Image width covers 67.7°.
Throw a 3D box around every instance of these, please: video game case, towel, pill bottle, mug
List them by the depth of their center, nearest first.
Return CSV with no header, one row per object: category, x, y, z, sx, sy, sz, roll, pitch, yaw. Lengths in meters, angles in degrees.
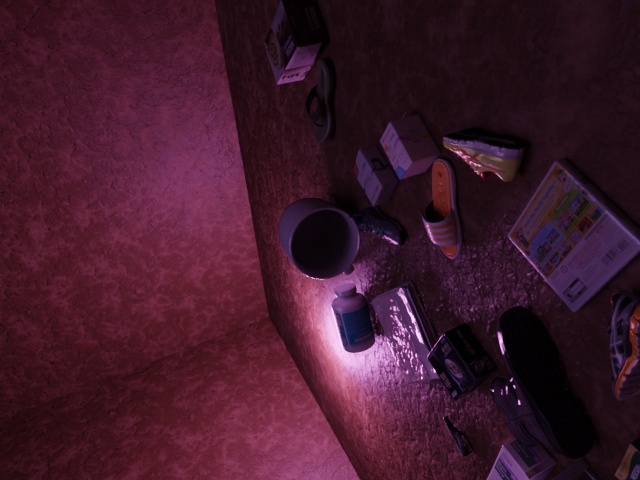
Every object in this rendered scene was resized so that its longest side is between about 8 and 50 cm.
video game case,0.464,-0.004,0.891,0.206,0.026,0.227,60,159,31
towel,0.298,0.325,1.634,0.317,0.053,0.332,126,124,-68
mug,0.000,0.000,1.891,0.374,0.276,0.328,46,178,-24
pill bottle,0.129,0.312,1.950,0.146,0.146,0.264,20,126,67

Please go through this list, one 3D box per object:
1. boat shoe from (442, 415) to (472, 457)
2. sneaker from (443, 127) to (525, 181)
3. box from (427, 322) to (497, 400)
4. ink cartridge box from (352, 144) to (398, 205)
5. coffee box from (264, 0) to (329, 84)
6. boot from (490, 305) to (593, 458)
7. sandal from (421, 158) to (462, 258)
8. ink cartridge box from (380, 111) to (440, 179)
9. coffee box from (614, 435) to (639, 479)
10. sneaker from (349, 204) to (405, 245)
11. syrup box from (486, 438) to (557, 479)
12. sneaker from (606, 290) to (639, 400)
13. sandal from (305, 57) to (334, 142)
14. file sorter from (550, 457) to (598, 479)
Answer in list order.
boat shoe,0.441,0.629,1.543,0.133,0.042,0.049,62,-176,28
sneaker,0.333,-0.178,1.007,0.208,0.081,0.094,41,148,55
box,0.392,0.345,1.345,0.147,0.077,0.180,60,158,29
ink cartridge box,0.168,-0.199,1.477,0.151,0.063,0.109,62,159,23
coffee box,-0.091,-0.686,1.650,0.297,0.118,0.168,165,87,-72
boot,0.457,0.328,1.107,0.223,0.118,0.338,124,129,-73
sandal,0.295,-0.074,1.217,0.102,0.076,0.265,32,137,62
ink cartridge box,0.224,-0.248,1.230,0.143,0.089,0.092,65,161,16
coffee box,0.627,0.455,0.845,0.184,0.040,0.113,49,151,48
sneaker,0.181,-0.036,1.542,0.224,0.098,0.083,47,150,51
syrup box,0.511,0.604,1.234,0.093,0.096,0.237,53,155,43
sneaker,0.531,0.181,0.814,0.083,0.084,0.215,-116,19,-63
sandal,-0.011,-0.484,1.669,0.120,0.086,0.303,54,155,41
file sorter,0.542,0.664,1.058,0.173,0.192,0.278,49,151,43
